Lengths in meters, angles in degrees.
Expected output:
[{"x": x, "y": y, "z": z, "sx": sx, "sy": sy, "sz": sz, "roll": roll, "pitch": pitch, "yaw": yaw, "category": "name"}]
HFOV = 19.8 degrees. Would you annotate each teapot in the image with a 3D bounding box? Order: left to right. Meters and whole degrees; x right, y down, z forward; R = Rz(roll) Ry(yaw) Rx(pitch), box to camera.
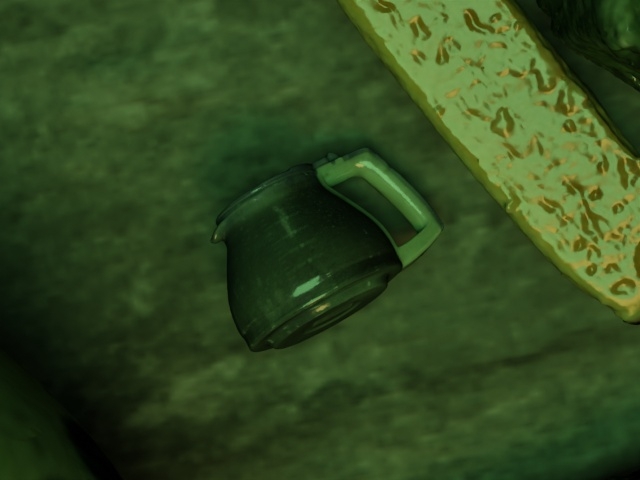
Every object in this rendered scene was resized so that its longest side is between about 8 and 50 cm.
[{"x": 0.000, "y": 0.000, "z": 0.690, "sx": 0.088, "sy": 0.066, "sz": 0.057, "roll": -28, "pitch": 81, "yaw": -14, "category": "teapot"}]

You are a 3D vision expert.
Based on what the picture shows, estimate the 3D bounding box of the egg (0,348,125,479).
[{"x": -0.176, "y": 0.173, "z": 0.611, "sx": 0.287, "sy": 0.287, "sz": 0.379, "roll": -36, "pitch": 94, "yaw": 9, "category": "egg"}]

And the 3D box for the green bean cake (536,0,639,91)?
[{"x": 0.161, "y": -0.073, "z": 0.606, "sx": 0.181, "sy": 0.173, "sz": 0.094, "roll": 26, "pitch": 99, "yaw": -5, "category": "green bean cake"}]

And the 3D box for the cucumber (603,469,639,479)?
[{"x": 0.130, "y": 0.117, "z": 0.697, "sx": 0.300, "sy": 0.072, "sz": 0.072, "roll": -26, "pitch": 99, "yaw": 7, "category": "cucumber"}]

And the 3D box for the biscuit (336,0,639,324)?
[{"x": 0.070, "y": -0.051, "z": 0.674, "sx": 0.052, "sy": 0.056, "sz": 0.188, "roll": -38, "pitch": 98, "yaw": 11, "category": "biscuit"}]
